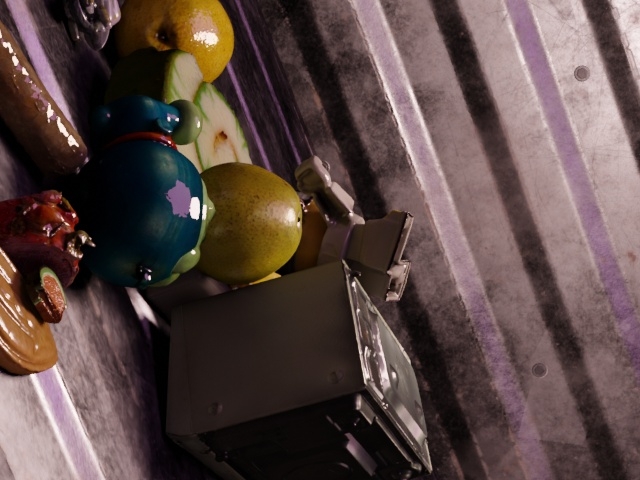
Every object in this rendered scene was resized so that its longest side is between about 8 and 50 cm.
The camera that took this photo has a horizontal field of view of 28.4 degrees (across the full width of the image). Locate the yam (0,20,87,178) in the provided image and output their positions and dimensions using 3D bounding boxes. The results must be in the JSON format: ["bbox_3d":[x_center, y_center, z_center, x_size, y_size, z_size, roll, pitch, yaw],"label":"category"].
[{"bbox_3d":[-0.405,-0.219,1.580,0.081,0.081,0.357,-97,163,-47],"label":"yam"}]

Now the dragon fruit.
[{"bbox_3d":[-0.326,-0.006,1.540,0.147,0.096,0.102,51,18,-65],"label":"dragon fruit"}]

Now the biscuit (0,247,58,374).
[{"bbox_3d":[-0.357,0.074,1.424,0.142,0.029,0.221,-96,163,-53],"label":"biscuit"}]

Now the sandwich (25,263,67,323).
[{"bbox_3d":[-0.324,0.063,1.489,0.101,0.026,0.069,-108,180,-77],"label":"sandwich"}]

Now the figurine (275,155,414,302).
[{"bbox_3d":[-0.001,-0.001,2.000,0.308,0.308,0.143,67,25,-17],"label":"figurine"}]

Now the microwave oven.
[{"bbox_3d":[-0.029,0.253,1.964,0.394,0.333,0.247,54,24,-56],"label":"microwave oven"}]

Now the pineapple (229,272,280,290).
[{"bbox_3d":[-0.121,0.092,2.357,0.161,0.158,0.334,32,-18,32],"label":"pineapple"}]

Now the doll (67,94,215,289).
[{"bbox_3d":[-0.254,-0.066,1.732,0.186,0.198,0.322,25,37,-39],"label":"doll"}]

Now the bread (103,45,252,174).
[{"bbox_3d":[-0.230,-0.133,2.080,0.366,0.129,0.382,-41,117,-71],"label":"bread"}]

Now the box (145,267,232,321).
[{"bbox_3d":[-0.184,0.109,2.009,0.244,0.103,0.055,55,19,-53],"label":"box"}]

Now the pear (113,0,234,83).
[{"bbox_3d":[-0.255,-0.354,2.186,0.209,0.209,0.209,-19,90,-79],"label":"pear"}]

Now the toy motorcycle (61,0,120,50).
[{"bbox_3d":[-0.370,-0.393,2.048,0.152,0.073,0.225,63,13,-47],"label":"toy motorcycle"}]

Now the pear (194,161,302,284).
[{"bbox_3d":[-0.124,-0.021,1.857,0.198,0.198,0.198,-19,90,-79],"label":"pear"}]
